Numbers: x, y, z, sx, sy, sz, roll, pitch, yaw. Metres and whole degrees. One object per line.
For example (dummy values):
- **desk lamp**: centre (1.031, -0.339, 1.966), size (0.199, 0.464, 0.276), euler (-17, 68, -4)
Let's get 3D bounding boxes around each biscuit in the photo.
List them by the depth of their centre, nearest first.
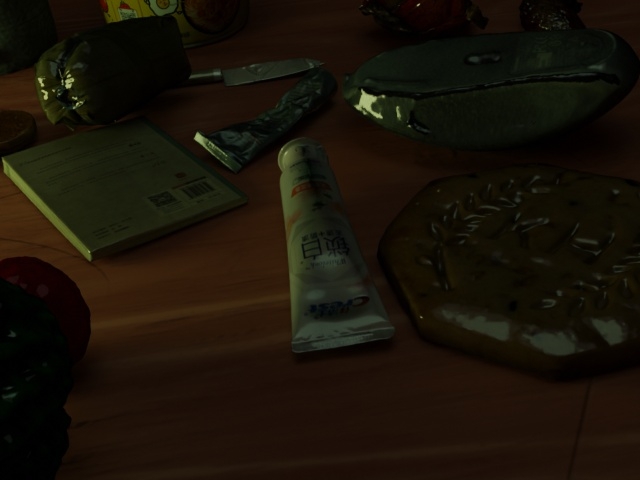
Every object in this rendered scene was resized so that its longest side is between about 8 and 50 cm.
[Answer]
- **biscuit**: centre (0.236, 0.012, 0.970), size (0.359, 0.046, 0.359), euler (-3, 33, 2)
- **biscuit**: centre (-0.469, -0.133, 1.286), size (0.124, 0.026, 0.175), euler (15, 38, 29)

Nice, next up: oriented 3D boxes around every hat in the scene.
- **hat**: centre (-0.294, 0.093, 0.761), size (0.274, 0.242, 0.332), euler (20, 26, 13)

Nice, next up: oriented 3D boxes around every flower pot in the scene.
- **flower pot**: centre (-0.588, -0.426, 1.508), size (0.298, 0.283, 0.299), euler (-2, 34, 1)

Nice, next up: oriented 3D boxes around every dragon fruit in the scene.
- **dragon fruit**: centre (0.135, -0.393, 1.493), size (0.148, 0.224, 0.218), euler (-40, 19, 15)

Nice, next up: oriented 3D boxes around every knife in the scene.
- **knife**: centre (-0.139, -0.250, 1.429), size (0.297, 0.017, 0.047), euler (-8, 42, -4)

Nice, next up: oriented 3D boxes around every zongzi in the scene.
- **zongzi**: centre (-0.356, -0.225, 1.321), size (0.274, 0.125, 0.251), euler (-3, 22, 27)

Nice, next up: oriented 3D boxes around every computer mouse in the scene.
- **computer mouse**: centre (0.213, -0.184, 1.203), size (0.373, 0.114, 0.203), euler (0, 36, 21)

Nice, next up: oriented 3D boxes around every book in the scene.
- **book**: centre (-0.250, -0.075, 1.174), size (0.214, 0.025, 0.282), euler (-22, 37, -27)

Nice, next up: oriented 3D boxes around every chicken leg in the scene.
- **chicken leg**: centre (0.368, -0.353, 1.483), size (0.105, 0.063, 0.234), euler (-4, 36, 10)

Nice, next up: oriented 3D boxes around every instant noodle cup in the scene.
- **instant noodle cup**: centre (-0.255, -0.484, 1.578), size (0.325, 0.254, 0.326), euler (-3, 34, 2)

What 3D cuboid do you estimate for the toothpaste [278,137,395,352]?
- **toothpaste**: centre (0.000, 0.000, 1.004), size (0.100, 0.066, 0.323), euler (-8, 39, -4)

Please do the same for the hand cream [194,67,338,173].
- **hand cream**: centre (-0.060, -0.174, 1.273), size (0.075, 0.052, 0.248), euler (20, 41, 33)
